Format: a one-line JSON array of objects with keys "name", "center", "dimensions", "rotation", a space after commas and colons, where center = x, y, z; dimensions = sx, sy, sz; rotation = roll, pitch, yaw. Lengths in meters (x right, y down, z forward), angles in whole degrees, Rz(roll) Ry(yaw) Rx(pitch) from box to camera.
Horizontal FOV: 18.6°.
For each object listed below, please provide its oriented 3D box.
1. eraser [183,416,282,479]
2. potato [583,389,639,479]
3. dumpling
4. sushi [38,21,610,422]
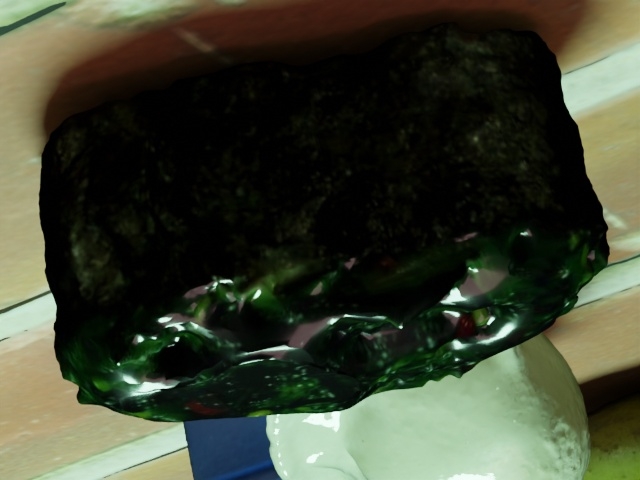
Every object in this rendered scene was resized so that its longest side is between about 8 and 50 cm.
[{"name": "eraser", "center": [-0.033, 0.118, 1.125], "dimensions": [0.084, 0.063, 0.027], "rotation": [-21, 157, 20]}, {"name": "potato", "center": [0.241, 0.145, 1.278], "dimensions": [0.251, 0.113, 0.149], "rotation": [-3, 165, -1]}, {"name": "dumpling", "center": [0.059, 0.100, 1.051], "dimensions": [0.166, 0.126, 0.216], "rotation": [-17, 161, 10]}, {"name": "sushi", "center": [0.000, 0.000, 0.787], "dimensions": [0.225, 0.127, 0.124], "rotation": [-11, 157, -7]}]
